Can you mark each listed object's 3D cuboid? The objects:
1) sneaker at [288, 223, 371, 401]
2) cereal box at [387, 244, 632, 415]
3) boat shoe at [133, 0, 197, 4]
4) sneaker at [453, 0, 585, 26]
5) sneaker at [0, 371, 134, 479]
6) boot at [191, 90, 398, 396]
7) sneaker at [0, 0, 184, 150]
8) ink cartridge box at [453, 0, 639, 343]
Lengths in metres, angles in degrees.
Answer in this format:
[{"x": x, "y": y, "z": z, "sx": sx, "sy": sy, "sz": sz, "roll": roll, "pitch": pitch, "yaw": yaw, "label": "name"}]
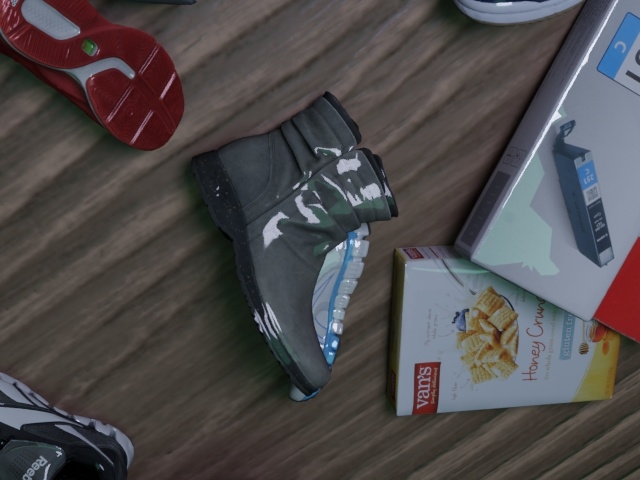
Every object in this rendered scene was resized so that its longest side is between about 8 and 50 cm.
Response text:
[{"x": -0.016, "y": 0.062, "z": 0.972, "sx": 0.083, "sy": 0.071, "sz": 0.190, "roll": 12, "pitch": 100, "yaw": -10, "label": "sneaker"}, {"x": 0.190, "y": 0.088, "z": 1.032, "sx": 0.240, "sy": 0.047, "sz": 0.173, "roll": -4, "pitch": 111, "yaw": -11, "label": "cereal box"}, {"x": -0.233, "y": -0.262, "z": 0.766, "sx": 0.306, "sy": 0.113, "sz": 0.105, "roll": 15, "pitch": 92, "yaw": -5, "label": "boat shoe"}, {"x": 0.231, "y": -0.294, "z": 0.830, "sx": 0.282, "sy": 0.099, "sz": 0.153, "roll": -26, "pitch": 145, "yaw": -8, "label": "sneaker"}, {"x": -0.278, "y": 0.189, "z": 0.935, "sx": 0.234, "sy": 0.106, "sz": 0.078, "roll": 28, "pitch": 102, "yaw": -21, "label": "sneaker"}, {"x": 0.000, "y": 0.000, "z": 0.894, "sx": 0.161, "sy": 0.083, "sz": 0.246, "roll": -23, "pitch": 87, "yaw": -1, "label": "boot"}, {"x": -0.212, "y": -0.160, "z": 0.834, "sx": 0.087, "sy": 0.128, "sz": 0.221, "roll": -57, "pitch": 144, "yaw": -11, "label": "sneaker"}, {"x": 0.309, "y": -0.060, "z": 0.957, "sx": 0.261, "sy": 0.066, "sz": 0.296, "roll": 26, "pitch": 96, "yaw": -15, "label": "ink cartridge box"}]
